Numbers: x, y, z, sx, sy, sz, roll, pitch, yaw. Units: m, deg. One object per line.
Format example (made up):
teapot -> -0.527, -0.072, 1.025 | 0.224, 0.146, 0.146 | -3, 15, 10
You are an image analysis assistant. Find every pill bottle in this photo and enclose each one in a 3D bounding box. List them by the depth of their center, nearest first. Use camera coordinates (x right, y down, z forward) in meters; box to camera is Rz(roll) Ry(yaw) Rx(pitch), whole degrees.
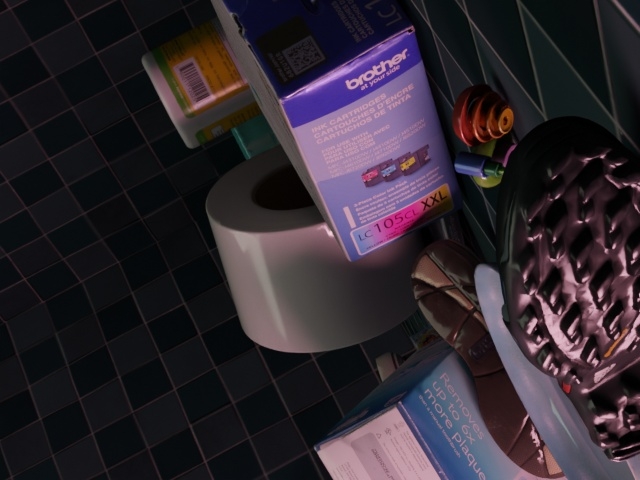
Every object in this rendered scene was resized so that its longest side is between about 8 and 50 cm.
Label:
pill bottle -> -0.091, -0.231, 1.913 | 0.136, 0.245, 0.136 | 62, 178, 3

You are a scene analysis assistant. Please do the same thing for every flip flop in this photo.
flip flop -> 0.195, 0.118, 1.564 | 0.277, 0.112, 0.080 | 56, -151, 9

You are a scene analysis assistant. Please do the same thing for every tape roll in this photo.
tape roll -> 0.000, 0.000, 1.801 | 0.246, 0.246, 0.169 | -121, 14, -62

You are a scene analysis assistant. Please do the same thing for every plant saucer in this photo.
plant saucer -> 0.237, 0.152, 1.362 | 0.318, 0.043, 0.317 | 60, 173, 12

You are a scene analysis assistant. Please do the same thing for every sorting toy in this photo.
sorting toy -> 0.135, -0.074, 1.150 | 0.042, 0.061, 0.102 | 16, 155, 37

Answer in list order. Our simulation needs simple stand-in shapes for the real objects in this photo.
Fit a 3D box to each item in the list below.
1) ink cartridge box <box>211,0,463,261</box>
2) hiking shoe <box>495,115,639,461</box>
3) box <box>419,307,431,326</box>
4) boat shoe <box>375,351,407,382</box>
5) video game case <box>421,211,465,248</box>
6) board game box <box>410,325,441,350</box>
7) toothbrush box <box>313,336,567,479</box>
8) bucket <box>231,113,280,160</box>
ink cartridge box -> -0.002, -0.192, 1.508 | 0.270, 0.151, 0.395 | 60, 179, 31
hiking shoe -> 0.152, 0.021, 0.919 | 0.132, 0.113, 0.304 | 60, 177, 40
box -> 0.193, 0.121, 2.376 | 0.233, 0.044, 0.159 | 63, 178, -17
boat shoe -> 0.227, 0.302, 2.340 | 0.341, 0.158, 0.127 | 62, -176, 8
video game case -> 0.151, 0.033, 1.815 | 0.196, 0.026, 0.274 | -122, 16, -67
board game box -> 0.186, 0.141, 1.936 | 0.026, 0.103, 0.154 | 63, 178, -24
toothbrush box -> 0.152, 0.232, 1.620 | 0.216, 0.126, 0.295 | 59, -150, 0
bucket -> -0.040, -0.183, 2.188 | 0.281, 0.183, 0.281 | 63, 178, 5
